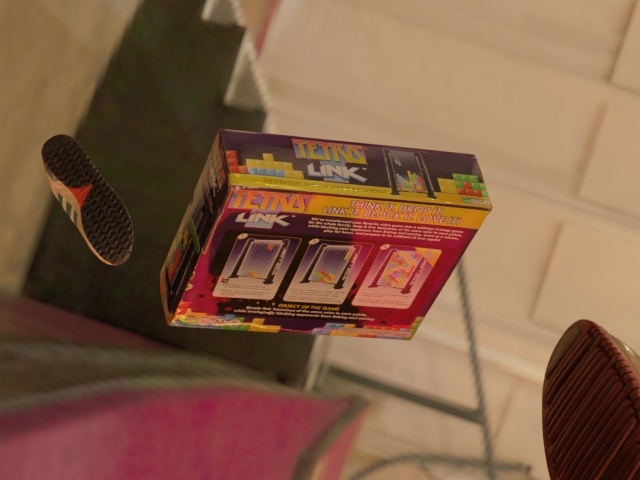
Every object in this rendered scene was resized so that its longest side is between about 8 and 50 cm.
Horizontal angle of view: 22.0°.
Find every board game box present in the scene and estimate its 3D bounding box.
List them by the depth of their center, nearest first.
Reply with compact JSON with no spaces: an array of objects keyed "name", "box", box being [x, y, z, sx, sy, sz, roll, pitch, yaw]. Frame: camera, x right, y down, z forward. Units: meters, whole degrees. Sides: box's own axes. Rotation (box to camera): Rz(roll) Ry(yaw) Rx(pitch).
[{"name":"board game box","box":[0.000,0.000,1.022,0.141,0.170,0.048,117,-30,-44]}]

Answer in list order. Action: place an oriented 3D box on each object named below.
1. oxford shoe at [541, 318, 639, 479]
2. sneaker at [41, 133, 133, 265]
[{"name":"oxford shoe","box":[0.278,0.200,1.283,0.123,0.130,0.348,-60,-148,32]},{"name":"sneaker","box":[-0.265,-0.046,1.867,0.057,0.161,0.075,-32,-176,-12]}]
